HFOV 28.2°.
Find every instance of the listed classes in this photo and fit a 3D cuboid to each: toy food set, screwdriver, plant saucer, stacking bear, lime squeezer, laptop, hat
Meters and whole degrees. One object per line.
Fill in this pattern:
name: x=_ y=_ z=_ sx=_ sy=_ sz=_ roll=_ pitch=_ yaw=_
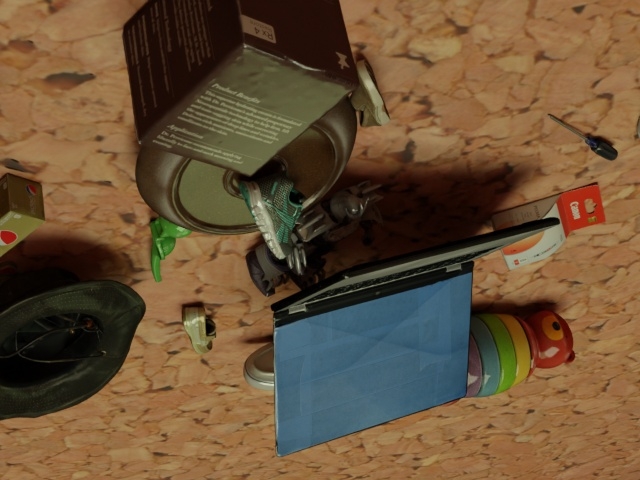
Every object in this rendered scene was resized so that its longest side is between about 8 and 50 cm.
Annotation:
toy food set: x=-0.504 y=0.055 z=1.898 sx=0.122 sy=0.019 sz=0.078 roll=-10 pitch=151 yaw=-3
screwdriver: x=0.384 y=-0.156 z=1.871 sx=0.170 sy=0.025 sz=0.024 roll=27 pitch=134 yaw=-37
plant saucer: x=-0.091 y=-0.101 z=1.698 sx=0.310 sy=0.050 sz=0.311 roll=-14 pitch=146 yaw=-10
stacking bear: x=0.333 y=0.201 z=2.348 sx=0.288 sy=0.175 sz=0.164 roll=-10 pitch=150 yaw=-19
lime squeezer: x=-0.207 y=-0.019 z=1.864 sx=0.110 sy=0.059 sz=0.310 roll=-26 pitch=168 yaw=-49
laptop: x=0.142 y=0.155 z=1.967 sx=0.381 sy=0.236 sz=0.408 roll=-14 pitch=173 yaw=-28
hat: x=-0.436 y=0.133 z=1.939 sx=0.331 sy=0.134 sz=0.331 roll=-25 pitch=149 yaw=-16

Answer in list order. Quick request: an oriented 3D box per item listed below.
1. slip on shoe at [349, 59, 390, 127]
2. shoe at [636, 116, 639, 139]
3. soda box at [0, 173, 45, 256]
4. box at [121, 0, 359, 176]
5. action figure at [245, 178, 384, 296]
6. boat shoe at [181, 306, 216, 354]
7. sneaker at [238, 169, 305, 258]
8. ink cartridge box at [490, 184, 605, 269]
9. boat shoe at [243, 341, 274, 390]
slip on shoe: x=0.058 y=-0.187 z=1.653 sx=0.041 sy=0.051 sz=0.135 roll=-18 pitch=159 yaw=6
shoe: x=0.502 y=-0.158 z=1.836 sx=0.063 sy=0.081 sz=0.178 roll=-12 pitch=151 yaw=1
soda box: x=-0.454 y=-0.017 z=1.745 sx=0.181 sy=0.061 sz=0.058 roll=-33 pitch=146 yaw=34
box: x=-0.094 y=-0.206 z=1.436 sx=0.168 sy=0.167 sz=0.203 roll=16 pitch=141 yaw=-40
action figure: x=0.000 y=0.000 z=1.899 sx=0.185 sy=0.099 sz=0.285 roll=-16 pitch=166 yaw=-32
boat shoe: x=-0.199 y=0.154 z=2.158 sx=0.045 sy=0.050 sz=0.135 roll=-9 pitch=152 yaw=6
sneaker: x=-0.051 y=-0.035 z=1.715 sx=0.076 sy=0.065 sz=0.166 roll=-26 pitch=148 yaw=-2
ink cartridge box: x=0.378 y=-0.019 z=2.079 sx=0.179 sy=0.045 sz=0.145 roll=-15 pitch=152 yaw=11
boat shoe: x=-0.008 y=0.193 z=2.260 sx=0.267 sy=0.096 sz=0.088 roll=-10 pitch=147 yaw=-7
